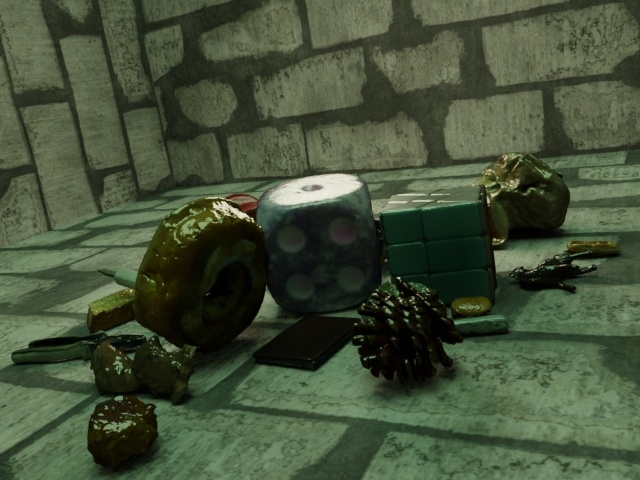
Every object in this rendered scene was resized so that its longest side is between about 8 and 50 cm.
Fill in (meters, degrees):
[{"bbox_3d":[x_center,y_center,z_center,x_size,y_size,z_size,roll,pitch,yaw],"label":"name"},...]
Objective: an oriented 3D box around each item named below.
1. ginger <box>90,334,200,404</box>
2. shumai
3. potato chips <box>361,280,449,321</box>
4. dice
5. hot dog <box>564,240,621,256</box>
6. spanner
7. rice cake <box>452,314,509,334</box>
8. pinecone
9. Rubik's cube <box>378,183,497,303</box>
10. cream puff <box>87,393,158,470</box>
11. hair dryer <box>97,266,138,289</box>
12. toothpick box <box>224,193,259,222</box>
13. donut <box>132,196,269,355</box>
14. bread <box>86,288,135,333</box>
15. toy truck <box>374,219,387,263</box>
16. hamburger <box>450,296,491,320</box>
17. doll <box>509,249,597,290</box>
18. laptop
[{"bbox_3d":[-0.354,0.239,1.175,0.290,0.122,0.084,-3,-16,33],"label":"ginger"},{"bbox_3d":[0.528,-0.076,1.760,0.262,0.267,0.314,-42,-10,-8],"label":"shumai"},{"bbox_3d":[0.158,0.139,1.261,0.228,0.059,0.167,-8,22,39],"label":"potato chips"},{"bbox_3d":[0.000,0.000,1.481,0.270,0.271,0.270,-9,20,3],"label":"dice"},{"bbox_3d":[0.663,0.023,1.495,0.133,0.041,0.056,1,16,9],"label":"hot dog"},{"bbox_3d":[-0.548,0.241,1.401,0.324,0.040,0.095,-7,14,13],"label":"spanner"},{"bbox_3d":[0.256,0.169,1.182,0.207,0.033,0.033,-8,7,7],"label":"rice cake"},{"bbox_3d":[0.143,0.159,1.044,0.195,0.150,0.179,-19,46,-39],"label":"pinecone"},{"bbox_3d":[0.275,0.009,1.403,0.231,0.225,0.221,-6,13,17],"label":"Rubik's cube"},{"bbox_3d":[-0.310,0.297,0.948,0.122,0.094,0.116,21,29,19],"label":"cream puff"},{"bbox_3d":[-0.447,0.120,1.572,0.357,0.108,0.173,11,21,25],"label":"hair dryer"},{"bbox_3d":[-0.225,-0.029,1.922,0.204,0.204,0.333,-13,14,-15],"label":"toothpick box"},{"bbox_3d":[-0.230,0.083,1.255,0.330,0.330,0.160,-19,40,-34],"label":"donut"},{"bbox_3d":[-0.530,0.180,1.596,0.187,0.065,0.103,-23,25,-39],"label":"bread"},{"bbox_3d":[0.122,0.004,1.732,0.165,0.147,0.224,8,3,-42],"label":"toy truck"},{"bbox_3d":[0.306,0.139,1.247,0.083,0.044,0.076,-4,16,11],"label":"hamburger"},{"bbox_3d":[0.514,0.069,1.375,0.165,0.057,0.139,-2,18,43],"label":"doll"},{"bbox_3d":[-0.022,0.203,1.251,0.154,0.026,0.207,-2,15,33],"label":"laptop"}]
